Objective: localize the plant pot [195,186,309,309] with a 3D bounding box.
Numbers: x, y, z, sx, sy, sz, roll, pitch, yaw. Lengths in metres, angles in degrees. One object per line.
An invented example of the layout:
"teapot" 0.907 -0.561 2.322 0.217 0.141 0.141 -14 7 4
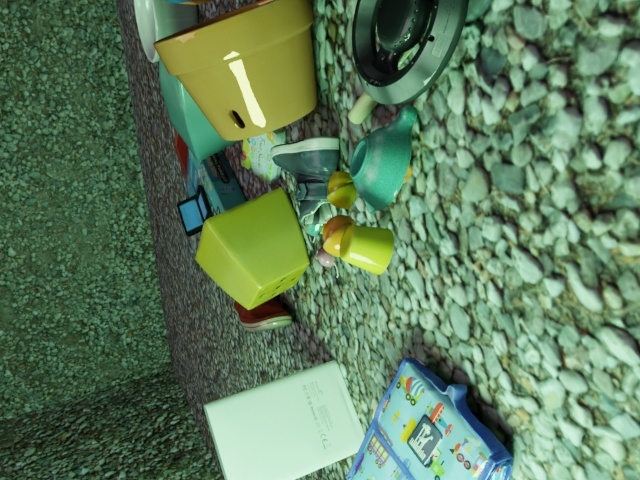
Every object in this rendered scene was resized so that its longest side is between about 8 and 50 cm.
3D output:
"plant pot" -0.146 0.034 1.320 0.187 0.212 0.212 55 150 14

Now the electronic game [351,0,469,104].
"electronic game" 0.111 -0.296 0.743 0.229 0.048 0.229 -5 85 60

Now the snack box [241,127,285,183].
"snack box" -0.134 -0.216 1.306 0.100 0.037 0.141 33 137 23

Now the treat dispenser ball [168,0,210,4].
"treat dispenser ball" -0.282 -0.637 1.144 0.288 0.288 0.288 40 137 52

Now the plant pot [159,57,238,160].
"plant pot" -0.285 -0.353 1.344 0.166 0.165 0.234 52 164 28

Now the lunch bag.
"lunch bag" 0.182 0.347 0.891 0.221 0.138 0.293 46 129 50

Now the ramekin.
"ramekin" -0.468 -0.688 1.697 0.277 0.135 0.277 40 137 53

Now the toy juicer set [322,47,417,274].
"toy juicer set" 0.086 -0.115 0.884 0.209 0.089 0.329 -175 99 -73

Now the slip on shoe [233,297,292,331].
"slip on shoe" -0.168 0.177 1.530 0.331 0.123 0.101 -161 65 -67

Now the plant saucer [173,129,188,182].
"plant saucer" -0.463 -0.321 1.978 0.259 0.047 0.259 66 153 22

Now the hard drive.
"hard drive" -0.070 0.398 1.193 0.203 0.307 0.040 68 155 18

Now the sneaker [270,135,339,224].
"sneaker" -0.035 -0.114 1.115 0.226 0.086 0.164 7 102 63

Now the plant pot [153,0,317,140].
"plant pot" -0.128 -0.316 1.033 0.291 0.290 0.204 27 143 59

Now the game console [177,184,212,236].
"game console" -0.384 -0.090 1.705 0.122 0.071 0.107 68 154 17

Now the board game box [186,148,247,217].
"board game box" -0.328 -0.136 1.745 0.336 0.079 0.254 61 151 30

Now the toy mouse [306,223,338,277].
"toy mouse" 0.000 0.000 1.175 0.143 0.031 0.161 -3 99 65
